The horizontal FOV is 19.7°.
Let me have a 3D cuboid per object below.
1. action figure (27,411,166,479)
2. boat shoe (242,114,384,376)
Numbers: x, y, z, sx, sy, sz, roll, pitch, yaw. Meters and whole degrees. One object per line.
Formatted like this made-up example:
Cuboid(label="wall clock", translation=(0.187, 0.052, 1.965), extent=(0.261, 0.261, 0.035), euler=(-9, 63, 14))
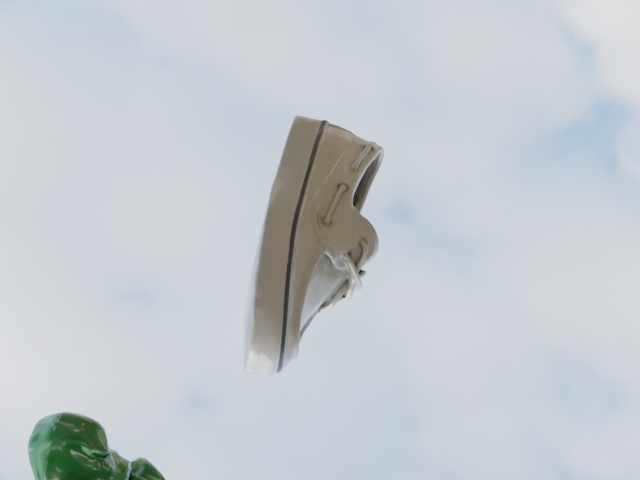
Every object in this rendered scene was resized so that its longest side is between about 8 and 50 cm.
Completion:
Cuboid(label="action figure", translation=(-0.078, 0.170, 0.710), extent=(0.063, 0.232, 0.137), euler=(4, -158, 24))
Cuboid(label="boat shoe", translation=(0.000, 0.000, 1.324), extent=(0.084, 0.095, 0.258), euler=(12, -135, 1))
